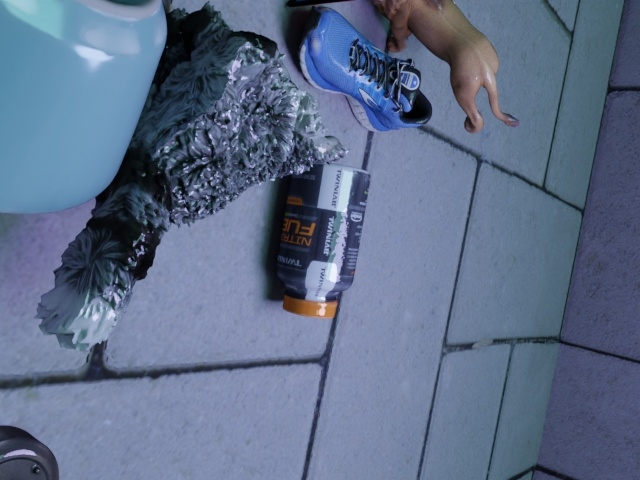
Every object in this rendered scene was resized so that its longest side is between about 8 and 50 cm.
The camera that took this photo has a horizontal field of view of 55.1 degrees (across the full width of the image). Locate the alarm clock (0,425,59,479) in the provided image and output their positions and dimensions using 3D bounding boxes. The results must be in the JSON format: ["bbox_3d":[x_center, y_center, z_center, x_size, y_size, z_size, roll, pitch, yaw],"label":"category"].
[{"bbox_3d":[-0.349,0.289,0.684,0.129,0.064,0.192,-52,138,-30],"label":"alarm clock"}]

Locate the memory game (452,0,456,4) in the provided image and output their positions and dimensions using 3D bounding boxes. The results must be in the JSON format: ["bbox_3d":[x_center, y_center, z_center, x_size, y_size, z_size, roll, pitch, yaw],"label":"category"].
[{"bbox_3d":[0.230,-0.453,1.166,0.012,0.186,0.186,-31,136,9],"label":"memory game"}]

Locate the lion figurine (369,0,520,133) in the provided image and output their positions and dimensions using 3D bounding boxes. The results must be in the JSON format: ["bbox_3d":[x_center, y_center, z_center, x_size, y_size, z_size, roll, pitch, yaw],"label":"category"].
[{"bbox_3d":[0.205,-0.350,1.041,0.142,0.392,0.240,-49,170,-1],"label":"lion figurine"}]

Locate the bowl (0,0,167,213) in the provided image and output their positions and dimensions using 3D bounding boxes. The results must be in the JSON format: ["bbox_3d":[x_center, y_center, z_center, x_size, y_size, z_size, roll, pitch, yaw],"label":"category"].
[{"bbox_3d":[-0.246,-0.193,0.480,0.311,0.163,0.311,38,29,-26],"label":"bowl"}]

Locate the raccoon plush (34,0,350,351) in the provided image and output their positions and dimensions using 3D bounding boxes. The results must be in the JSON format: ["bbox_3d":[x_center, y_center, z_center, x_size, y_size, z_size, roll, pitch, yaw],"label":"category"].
[{"bbox_3d":[-0.146,-0.060,0.764,0.446,0.216,0.299,-61,146,-11],"label":"raccoon plush"}]

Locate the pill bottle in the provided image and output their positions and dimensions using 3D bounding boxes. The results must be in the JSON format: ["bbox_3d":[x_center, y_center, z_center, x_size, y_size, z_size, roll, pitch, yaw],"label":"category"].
[{"bbox_3d":[0.000,0.000,0.995,0.130,0.130,0.245,7,93,-52],"label":"pill bottle"}]

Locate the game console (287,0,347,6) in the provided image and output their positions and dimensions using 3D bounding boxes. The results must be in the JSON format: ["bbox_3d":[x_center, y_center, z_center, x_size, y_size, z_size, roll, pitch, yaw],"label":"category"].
[{"bbox_3d":[0.022,-0.417,0.908,0.085,0.144,0.124,-27,119,-47],"label":"game console"}]

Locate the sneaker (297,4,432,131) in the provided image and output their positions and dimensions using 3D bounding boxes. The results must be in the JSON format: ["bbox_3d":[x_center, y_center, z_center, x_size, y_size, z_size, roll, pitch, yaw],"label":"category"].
[{"bbox_3d":[0.091,-0.285,1.028,0.330,0.147,0.129,24,79,-51],"label":"sneaker"}]
